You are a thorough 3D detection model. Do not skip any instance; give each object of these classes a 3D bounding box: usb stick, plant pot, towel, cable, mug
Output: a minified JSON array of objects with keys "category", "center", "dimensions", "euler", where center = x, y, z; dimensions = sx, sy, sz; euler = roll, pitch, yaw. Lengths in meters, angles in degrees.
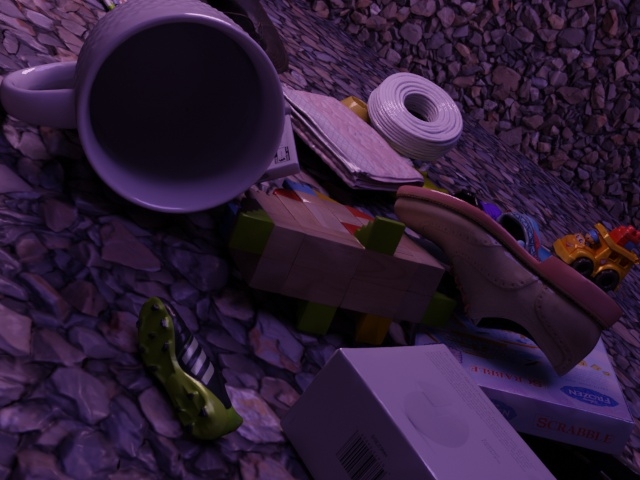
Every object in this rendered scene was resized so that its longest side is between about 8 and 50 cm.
[{"category":"usb stick","center":[0.025,-0.191,1.687],"dimensions":[0.278,0.045,0.077],"euler":[37,24,2]},{"category":"plant pot","center":[0.082,-0.323,1.954],"dimensions":[0.134,0.095,0.134],"euler":[31,23,-15]},{"category":"towel","center":[0.058,-0.234,1.691],"dimensions":[0.332,0.053,0.317],"euler":[47,24,22]},{"category":"cable","center":[0.245,-0.323,1.918],"dimensions":[0.257,0.089,0.257],"euler":[44,49,8]},{"category":"mug","center":[-0.273,-0.224,1.096],"dimensions":[0.374,0.276,0.328],"euler":[-7,28,-17]}]

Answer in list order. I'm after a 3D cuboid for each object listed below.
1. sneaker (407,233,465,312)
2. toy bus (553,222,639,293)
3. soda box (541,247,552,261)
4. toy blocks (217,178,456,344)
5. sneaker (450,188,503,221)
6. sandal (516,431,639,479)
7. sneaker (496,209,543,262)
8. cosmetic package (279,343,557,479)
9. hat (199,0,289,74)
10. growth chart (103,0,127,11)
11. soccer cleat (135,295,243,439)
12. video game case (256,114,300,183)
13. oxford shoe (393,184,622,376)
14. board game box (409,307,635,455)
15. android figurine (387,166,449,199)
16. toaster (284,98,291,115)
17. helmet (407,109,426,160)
[{"category":"sneaker","center":[0.220,0.029,1.302],"dimensions":[0.226,0.086,0.163],"euler":[32,40,23]},{"category":"toy bus","center":[0.858,0.023,2.254],"dimensions":[0.220,0.211,0.149],"euler":[28,26,-17]},{"category":"soda box","center":[0.564,0.085,1.900],"dimensions":[0.071,0.067,0.210],"euler":[38,23,4]},{"category":"toy blocks","center":[0.000,0.000,1.151],"dimensions":[0.381,0.190,0.261],"euler":[14,18,-28]},{"category":"sneaker","center":[0.378,-0.070,1.831],"dimensions":[0.146,0.102,0.293],"euler":[57,21,-7]},{"category":"sandal","center":[0.430,0.368,1.120],"dimensions":[0.303,0.120,0.086],"euler":[50,13,30]},{"category":"sneaker","center":[0.457,0.050,1.703],"dimensions":[0.125,0.104,0.262],"euler":[24,46,-45]},{"category":"cosmetic package","center":[0.114,0.247,0.862],"dimensions":[0.225,0.138,0.224],"euler":[6,37,-48]},{"category":"hat","center":[-0.233,-0.508,1.813],"dimensions":[0.331,0.134,0.331],"euler":[32,39,-31]},{"category":"growth chart","center":[-0.407,-0.516,1.726],"dimensions":[0.237,0.021,0.172],"euler":[8,35,-50]},{"category":"soccer cleat","center":[-0.146,0.139,0.812],"dimensions":[0.072,0.060,0.179],"euler":[18,34,-57]},{"category":"video game case","center":[-0.136,-0.139,1.221],"dimensions":[0.212,0.193,0.023],"euler":[-101,177,-59]},{"category":"oxford shoe","center":[0.245,0.048,1.132],"dimensions":[0.397,0.146,0.140],"euler":[36,0,33]},{"category":"board game box","center":[0.300,0.186,1.187],"dimensions":[0.319,0.066,0.318],"euler":[13,23,5]},{"category":"android figurine","center":[0.230,-0.145,1.882],"dimensions":[0.248,0.056,0.273],"euler":[48,24,24]},{"category":"toaster","center":[-0.172,-0.279,1.492],"dimensions":[0.185,0.110,0.168],"euler":[48,25,26]},{"category":"helmet","center":[0.251,-0.307,2.078],"dimensions":[0.169,0.161,0.169],"euler":[30,24,-15]}]
